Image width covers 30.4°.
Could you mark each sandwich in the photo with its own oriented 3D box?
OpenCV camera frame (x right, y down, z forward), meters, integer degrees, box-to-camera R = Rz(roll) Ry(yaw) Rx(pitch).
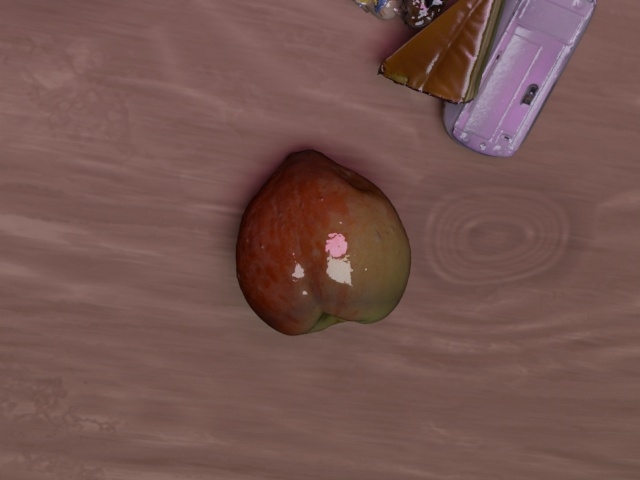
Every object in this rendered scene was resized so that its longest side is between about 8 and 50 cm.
[{"bbox_3d":[0.144,-0.252,1.361,0.113,0.079,0.163,21,108,15],"label":"sandwich"}]

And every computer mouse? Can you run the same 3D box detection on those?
[{"bbox_3d":[0.238,-0.216,1.423,0.125,0.056,0.245,17,114,-17],"label":"computer mouse"}]

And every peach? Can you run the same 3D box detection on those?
[{"bbox_3d":[0.000,0.000,1.447,0.232,0.232,0.233,-5,122,-8],"label":"peach"}]

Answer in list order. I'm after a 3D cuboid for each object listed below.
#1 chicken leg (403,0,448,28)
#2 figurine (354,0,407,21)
[{"bbox_3d":[0.082,-0.338,1.298,0.196,0.080,0.125,42,102,-19],"label":"chicken leg"},{"bbox_3d":[0.065,-0.279,1.357,0.083,0.050,0.047,18,111,-21],"label":"figurine"}]
